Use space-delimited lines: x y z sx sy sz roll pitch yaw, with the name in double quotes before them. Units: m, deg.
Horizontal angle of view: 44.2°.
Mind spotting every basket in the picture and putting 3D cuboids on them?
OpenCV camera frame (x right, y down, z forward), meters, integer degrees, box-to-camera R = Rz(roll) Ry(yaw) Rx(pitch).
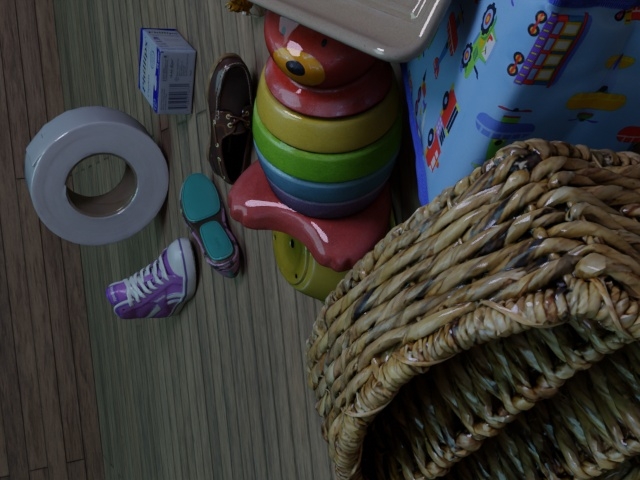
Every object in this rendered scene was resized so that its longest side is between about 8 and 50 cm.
"basket" 0.132 0.109 0.526 0.299 0.213 0.223 -51 46 42

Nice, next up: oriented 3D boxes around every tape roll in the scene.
"tape roll" -0.470 -0.135 1.657 0.100 0.286 0.286 49 138 50

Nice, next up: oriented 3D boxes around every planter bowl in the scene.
"planter bowl" 0.000 0.000 0.962 0.217 0.090 0.217 27 120 60

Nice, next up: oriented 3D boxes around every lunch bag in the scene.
"lunch bag" 0.138 -0.181 0.622 0.221 0.138 0.293 111 152 -47

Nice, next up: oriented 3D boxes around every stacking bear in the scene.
"stacking bear" 0.004 -0.134 0.765 0.175 0.164 0.289 26 147 17

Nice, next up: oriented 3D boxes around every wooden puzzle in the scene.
"wooden puzzle" 0.050 -0.260 0.581 0.221 0.044 0.239 36 99 41

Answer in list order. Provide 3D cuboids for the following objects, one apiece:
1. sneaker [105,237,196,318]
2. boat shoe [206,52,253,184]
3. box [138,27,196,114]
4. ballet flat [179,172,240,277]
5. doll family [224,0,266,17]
"sneaker" -0.351 0.093 1.614 0.282 0.161 0.102 -57 45 51
"boat shoe" -0.134 -0.183 1.215 0.073 0.073 0.207 55 149 42
"box" -0.293 -0.323 1.497 0.137 0.072 0.126 50 138 49
"ballet flat" -0.193 -0.020 1.379 0.079 0.077 0.221 85 162 -52
"doll family" -0.104 -0.396 1.043 0.263 0.118 0.163 -46 56 57
